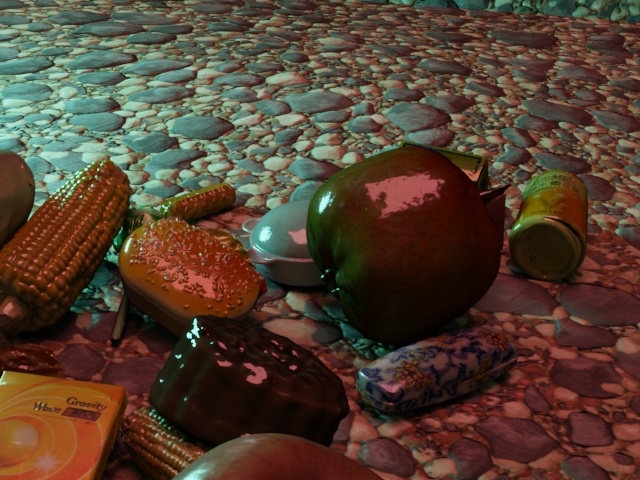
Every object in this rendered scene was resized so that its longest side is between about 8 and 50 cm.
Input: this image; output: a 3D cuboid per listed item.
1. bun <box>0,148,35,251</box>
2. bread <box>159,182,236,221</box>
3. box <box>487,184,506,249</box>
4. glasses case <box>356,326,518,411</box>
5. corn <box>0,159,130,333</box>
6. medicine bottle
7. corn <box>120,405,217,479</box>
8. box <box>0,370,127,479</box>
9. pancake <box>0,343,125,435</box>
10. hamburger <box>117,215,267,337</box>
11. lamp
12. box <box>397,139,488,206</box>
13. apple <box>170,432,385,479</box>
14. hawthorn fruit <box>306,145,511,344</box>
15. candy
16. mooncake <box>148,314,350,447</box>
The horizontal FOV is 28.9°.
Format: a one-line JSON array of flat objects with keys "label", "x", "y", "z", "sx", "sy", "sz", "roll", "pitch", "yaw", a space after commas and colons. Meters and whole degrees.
[{"label": "bun", "x": -0.546, "y": -0.011, "z": 1.797, "sx": 0.293, "sy": 0.187, "sz": 0.293, "roll": -16, "pitch": 4, "yaw": 1}, {"label": "bread", "x": -0.207, "y": -0.063, "z": 2.115, "sx": 0.052, "sy": 0.044, "sz": 0.157, "roll": 21, "pitch": 30, "yaw": 37}, {"label": "box", "x": 0.240, "y": -0.049, "z": 2.087, "sx": 0.060, "sy": 0.111, "sz": 0.156, "roll": -22, "pitch": 34, "yaw": -30}, {"label": "glasses case", "x": 0.160, "y": 0.171, "z": 1.663, "sx": 0.248, "sy": 0.065, "sz": 0.087, "roll": -15, "pitch": 34, "yaw": -37}, {"label": "corn", "x": -0.372, "y": 0.005, "z": 1.795, "sx": 0.130, "sy": 0.130, "sz": 0.347, "roll": 12, "pitch": 42, "yaw": 14}, {"label": "medicine bottle", "x": 0.386, "y": -0.034, "z": 2.071, "sx": 0.124, "sy": 0.124, "sz": 0.239, "roll": 9, "pitch": 27, "yaw": 10}, {"label": "corn", "x": -0.122, "y": 0.270, "z": 1.386, "sx": 0.086, "sy": 0.086, "sz": 0.288, "roll": -17, "pitch": 32, "yaw": -38}, {"label": "box", "x": -0.319, "y": 0.255, "z": 1.365, "sx": 0.152, "sy": 0.043, "sz": 0.269, "roll": 8, "pitch": 40, "yaw": 3}, {"label": "pancake", "x": -0.364, "y": 0.196, "z": 1.562, "sx": 0.266, "sy": 0.057, "sz": 0.244, "roll": 9, "pitch": 17, "yaw": -1}, {"label": "hamburger", "x": -0.184, "y": 0.050, "z": 1.765, "sx": 0.210, "sy": 0.116, "sz": 0.173, "roll": 35, "pitch": 35, "yaw": 16}, {"label": "lamp", "x": 0.001, "y": -0.002, "z": 1.952, "sx": 0.246, "sy": 0.108, "sz": 0.179, "roll": 2, "pitch": 30, "yaw": -6}, {"label": "box", "x": 0.188, "y": -0.052, "z": 1.955, "sx": 0.141, "sy": 0.220, "sz": 0.064, "roll": 14, "pitch": 51, "yaw": 17}, {"label": "apple", "x": -0.035, "y": 0.323, "z": 1.074, "sx": 0.345, "sy": 0.269, "sz": 0.345, "roll": 5, "pitch": 25, "yaw": -2}, {"label": "hawthorn fruit", "x": 0.140, "y": -0.005, "z": 1.775, "sx": 0.301, "sy": 0.267, "sz": 0.268, "roll": -24, "pitch": 30, "yaw": -4}, {"label": "candy", "x": -0.277, "y": 0.054, "z": 1.844, "sx": 0.097, "sy": 0.097, "sz": 0.323, "roll": 4, "pitch": 33, "yaw": -1}, {"label": "mooncake", "x": -0.079, "y": 0.176, "z": 1.472, "sx": 0.228, "sy": 0.124, "sz": 0.228, "roll": 24, "pitch": 4, "yaw": -2}]
